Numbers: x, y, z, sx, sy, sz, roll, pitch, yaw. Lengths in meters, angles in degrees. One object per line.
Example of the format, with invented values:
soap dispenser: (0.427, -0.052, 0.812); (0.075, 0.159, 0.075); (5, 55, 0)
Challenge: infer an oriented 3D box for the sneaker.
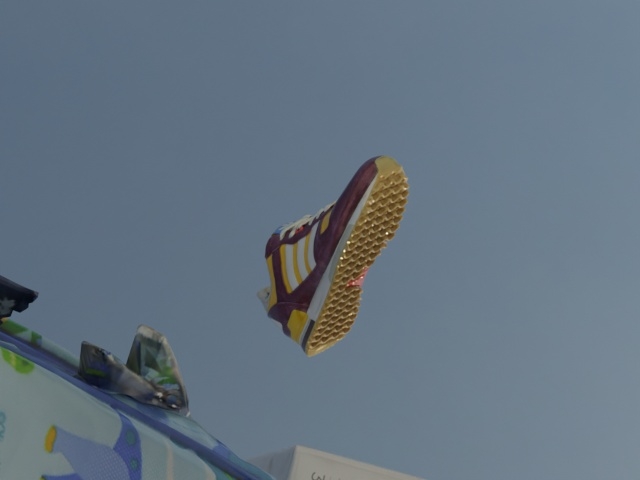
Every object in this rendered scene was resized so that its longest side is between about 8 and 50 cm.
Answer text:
sneaker: (0.000, 0.000, 1.184); (0.084, 0.185, 0.069); (40, -144, 24)

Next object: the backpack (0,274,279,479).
backpack: (-0.131, 0.138, 0.428); (0.355, 0.273, 0.290); (52, -132, -60)

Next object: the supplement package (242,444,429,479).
supplement package: (0.090, 0.223, 0.759); (0.293, 0.175, 0.177); (16, -104, -9)
